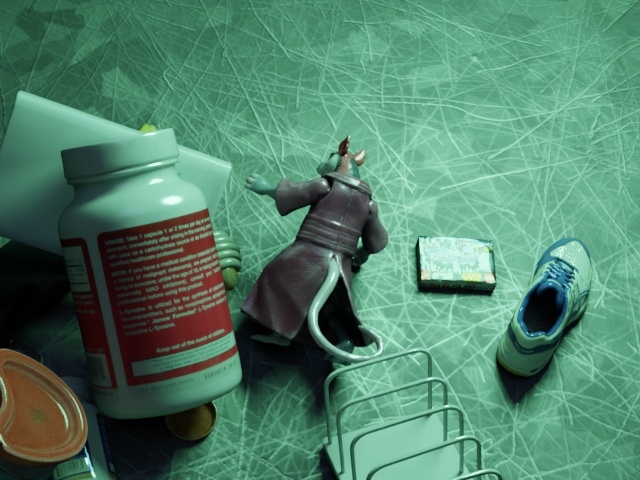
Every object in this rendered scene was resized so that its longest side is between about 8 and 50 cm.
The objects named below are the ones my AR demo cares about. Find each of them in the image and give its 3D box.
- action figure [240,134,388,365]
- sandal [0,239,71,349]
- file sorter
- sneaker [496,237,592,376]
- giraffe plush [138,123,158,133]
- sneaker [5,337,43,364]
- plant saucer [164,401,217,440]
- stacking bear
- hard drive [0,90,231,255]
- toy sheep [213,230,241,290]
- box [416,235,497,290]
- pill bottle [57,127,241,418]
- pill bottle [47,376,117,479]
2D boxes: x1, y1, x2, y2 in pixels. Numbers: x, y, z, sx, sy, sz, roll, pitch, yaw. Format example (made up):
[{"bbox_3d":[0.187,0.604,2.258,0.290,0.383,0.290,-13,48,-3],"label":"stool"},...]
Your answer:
[{"bbox_3d":[0.000,0.000,1.910,0.248,0.275,0.370,18,84,-16],"label":"action figure"},{"bbox_3d":[-0.524,0.082,1.823,0.167,0.107,0.446,25,41,12],"label":"sandal"},{"bbox_3d":[0.132,0.323,1.736,0.192,0.173,0.278,-14,40,-12],"label":"file sorter"},{"bbox_3d":[0.404,0.095,1.997,0.111,0.131,0.296,24,57,10],"label":"sneaker"},{"bbox_3d":[-0.290,-0.084,2.007,0.170,0.210,0.181,42,74,-13],"label":"giraffe plush"},{"bbox_3d":[-0.519,0.168,1.865,0.157,0.065,0.061,21,58,6],"label":"sneaker"},{"bbox_3d":[-0.207,0.281,1.867,0.083,0.013,0.084,3,59,-5],"label":"plant saucer"},{"bbox_3d":[-0.483,0.315,1.669,0.164,0.289,0.175,28,33,-40],"label":"stacking bear"},{"bbox_3d":[-0.349,-0.073,1.886,0.353,0.233,0.047,18,15,-13],"label":"hard drive"},{"bbox_3d":[-0.177,0.029,1.985,0.091,0.091,0.132,-21,63,-19],"label":"toy sheep"},{"bbox_3d":[0.240,0.040,2.069,0.137,0.027,0.094,3,59,-6],"label":"box"},{"bbox_3d":[-0.267,0.046,1.773,0.229,0.229,0.408,-13,97,-15],"label":"pill bottle"},{"bbox_3d":[-0.378,0.308,1.769,0.112,0.112,0.187,-11,60,-14],"label":"pill bottle"}]
